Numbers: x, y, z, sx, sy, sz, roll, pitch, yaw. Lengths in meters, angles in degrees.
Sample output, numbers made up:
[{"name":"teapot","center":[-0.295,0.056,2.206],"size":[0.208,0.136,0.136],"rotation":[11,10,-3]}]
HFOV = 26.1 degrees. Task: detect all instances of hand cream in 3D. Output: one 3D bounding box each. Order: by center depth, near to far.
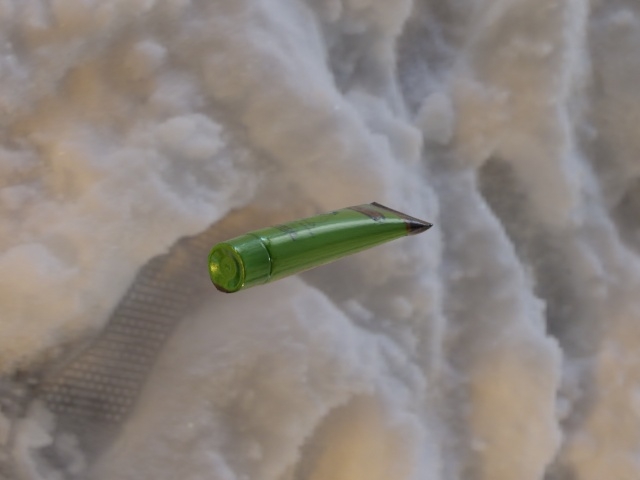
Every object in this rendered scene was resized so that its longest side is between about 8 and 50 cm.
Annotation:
[{"name":"hand cream","center":[0.000,0.000,0.610],"size":[0.122,0.036,0.023],"rotation":[-16,119,-48]}]
